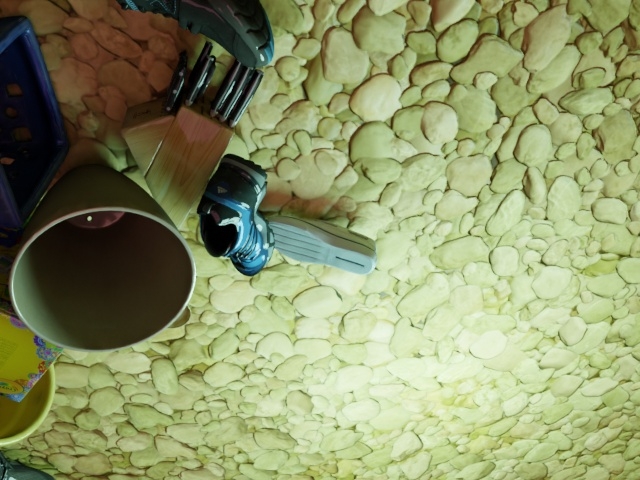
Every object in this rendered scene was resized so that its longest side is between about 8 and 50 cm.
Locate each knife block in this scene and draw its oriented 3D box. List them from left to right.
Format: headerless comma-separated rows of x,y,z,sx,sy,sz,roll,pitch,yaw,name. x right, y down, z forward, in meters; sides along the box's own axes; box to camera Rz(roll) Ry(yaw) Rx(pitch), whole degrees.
-0.186,-0.175,1.067,0.242,0.088,0.275,-14,126,3,knife block

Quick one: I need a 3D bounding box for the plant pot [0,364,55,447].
-0.696,0.291,1.254,0.239,0.254,0.254,-21,128,26,plant pot

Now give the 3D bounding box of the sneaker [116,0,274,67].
-0.208,-0.365,0.918,0.140,0.125,0.341,-36,114,26,sneaker

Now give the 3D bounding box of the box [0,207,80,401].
-0.561,0.063,1.070,0.290,0.279,0.177,32,116,-27,box

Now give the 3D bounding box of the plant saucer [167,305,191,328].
-0.308,0.146,1.333,0.084,0.015,0.083,-4,127,-5,plant saucer

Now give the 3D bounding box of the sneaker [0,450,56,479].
-0.787,0.500,1.420,0.202,0.185,0.483,-39,123,24,sneaker

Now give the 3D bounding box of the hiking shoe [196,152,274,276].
-0.159,-0.015,1.123,0.113,0.132,0.304,24,149,17,hiking shoe

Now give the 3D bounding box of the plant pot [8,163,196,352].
-0.355,-0.008,1.037,0.257,0.274,0.256,-12,126,-17,plant pot

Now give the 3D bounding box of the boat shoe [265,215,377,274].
0.000,0.000,1.237,0.226,0.075,0.083,23,129,-5,boat shoe

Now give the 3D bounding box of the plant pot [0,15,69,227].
-0.527,-0.171,0.940,0.212,0.236,0.235,-3,127,2,plant pot
